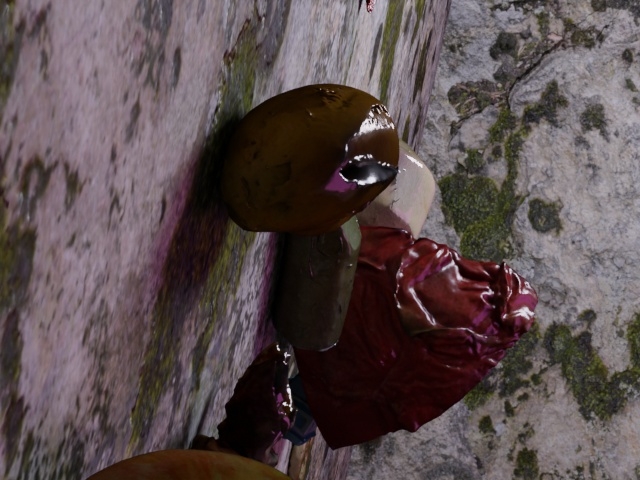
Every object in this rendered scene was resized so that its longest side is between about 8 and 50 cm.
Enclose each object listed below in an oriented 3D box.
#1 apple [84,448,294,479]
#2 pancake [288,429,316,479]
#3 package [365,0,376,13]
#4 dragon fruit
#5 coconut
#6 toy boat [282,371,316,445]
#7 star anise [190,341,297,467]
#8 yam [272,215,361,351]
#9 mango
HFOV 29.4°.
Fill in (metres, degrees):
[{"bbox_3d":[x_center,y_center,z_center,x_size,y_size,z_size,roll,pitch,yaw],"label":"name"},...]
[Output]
[{"bbox_3d":[-0.083,0.274,0.777,0.264,0.264,0.264,12,90,-82],"label":"apple"},{"bbox_3d":[-0.026,0.348,2.097,0.151,0.025,0.152,13,90,-81],"label":"pancake"},{"bbox_3d":[0.076,-0.416,1.696,0.200,0.022,0.083,88,16,-55],"label":"package"},{"bbox_3d":[0.128,0.089,1.670,0.240,0.330,0.302,-72,146,-72],"label":"dragon fruit"},{"bbox_3d":[0.082,-0.075,1.750,0.171,0.170,0.183,83,24,-68],"label":"coconut"},{"bbox_3d":[-0.010,0.251,1.820,0.098,0.109,0.238,-59,169,3],"label":"toy boat"},{"bbox_3d":[-0.086,0.213,1.220,0.288,0.088,0.288,-62,175,-9],"label":"star anise"},{"bbox_3d":[0.000,0.000,1.504,0.106,0.106,0.259,-61,163,-65],"label":"yam"},{"bbox_3d":[-0.012,-0.067,1.124,0.248,0.151,0.156,-44,156,-63],"label":"mango"}]
